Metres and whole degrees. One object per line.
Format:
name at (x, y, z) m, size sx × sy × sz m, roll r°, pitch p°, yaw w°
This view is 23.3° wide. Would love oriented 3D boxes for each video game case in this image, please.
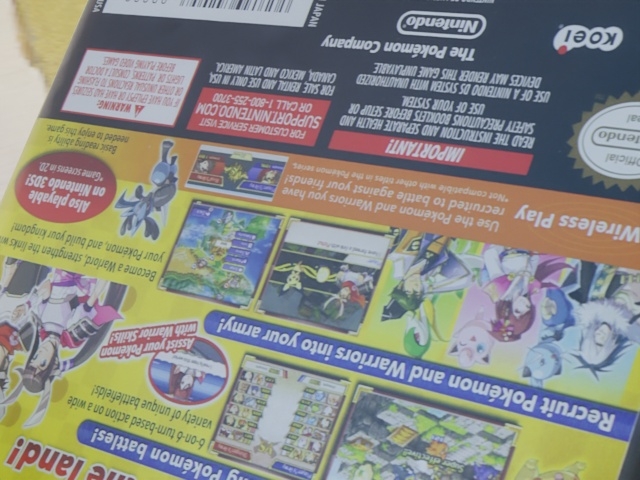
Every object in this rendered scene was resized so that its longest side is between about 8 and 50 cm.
video game case at (0.000, 0.000, 0.471) m, size 0.275 × 0.035 × 0.248 m, roll 11°, pitch 74°, yaw 41°
